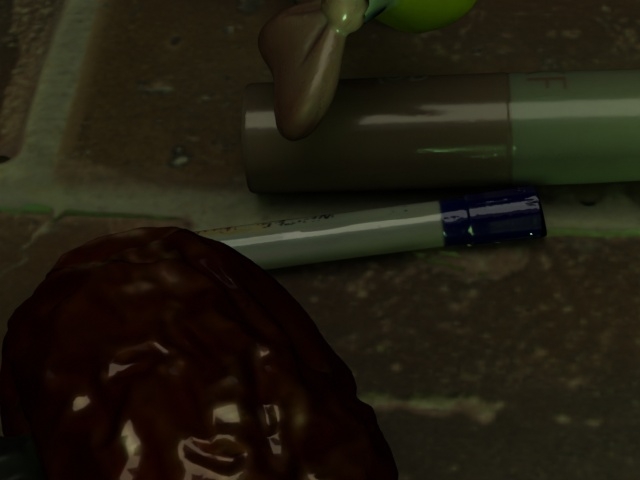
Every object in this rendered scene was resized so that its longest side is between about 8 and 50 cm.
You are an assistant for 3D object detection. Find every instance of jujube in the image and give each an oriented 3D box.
[{"bbox_3d":[-0.064,0.101,0.696,0.174,0.174,0.250,-29,45,-14],"label":"jujube"}]

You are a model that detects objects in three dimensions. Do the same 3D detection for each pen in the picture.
[{"bbox_3d":[0.000,-0.001,0.840,0.269,0.033,0.033,-7,53,2],"label":"pen"}]

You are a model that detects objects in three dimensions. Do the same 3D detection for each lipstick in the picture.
[{"bbox_3d":[0.082,-0.067,0.854,0.254,0.070,0.070,-1,54,6],"label":"lipstick"}]

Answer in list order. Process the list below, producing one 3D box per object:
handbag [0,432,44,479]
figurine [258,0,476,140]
[{"bbox_3d":[-0.237,0.219,0.483,0.327,0.325,0.162,-15,63,-22],"label":"handbag"},{"bbox_3d":[-0.004,-0.234,0.898,0.193,0.154,0.421,11,37,-33],"label":"figurine"}]
